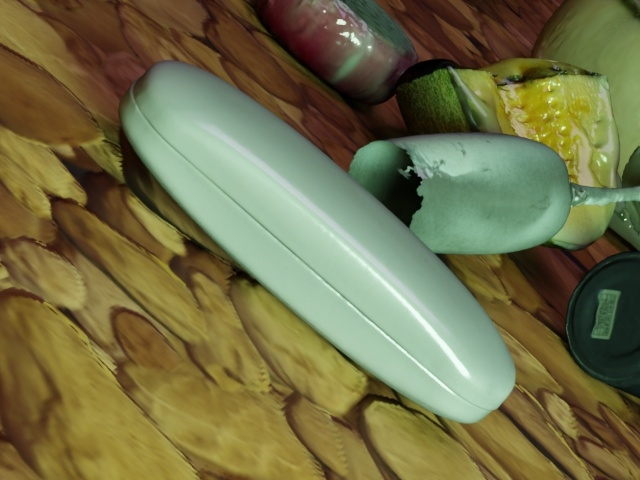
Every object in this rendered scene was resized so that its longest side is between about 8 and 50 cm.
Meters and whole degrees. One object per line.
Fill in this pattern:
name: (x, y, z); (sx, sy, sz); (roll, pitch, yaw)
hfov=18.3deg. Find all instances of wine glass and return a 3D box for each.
wine glass: (0.109, -0.025, 1.008); (0.262, 0.074, 0.074); (-2, 45, -47)

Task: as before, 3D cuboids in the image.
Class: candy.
candy: (0.009, -0.121, 1.128); (0.103, 0.043, 0.103); (38, 15, -12)

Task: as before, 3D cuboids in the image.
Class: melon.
melon: (0.102, -0.046, 1.117); (0.160, 0.079, 0.128); (-1, 70, -52)

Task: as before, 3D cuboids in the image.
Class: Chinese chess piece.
Chinese chess piece: (0.289, -0.096, 1.575); (0.270, 0.112, 0.270); (39, 16, -14)

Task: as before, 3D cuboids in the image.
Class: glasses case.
glasses case: (0.000, 0.000, 0.804); (0.197, 0.049, 0.076); (41, 17, -6)

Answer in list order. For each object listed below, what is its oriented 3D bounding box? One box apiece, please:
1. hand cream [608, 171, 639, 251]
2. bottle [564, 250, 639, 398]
hand cream: (0.225, 0.004, 1.341); (0.165, 0.037, 0.057); (43, 16, -20)
bottle: (0.232, 0.073, 1.104); (0.082, 0.072, 0.244); (18, -4, 42)
